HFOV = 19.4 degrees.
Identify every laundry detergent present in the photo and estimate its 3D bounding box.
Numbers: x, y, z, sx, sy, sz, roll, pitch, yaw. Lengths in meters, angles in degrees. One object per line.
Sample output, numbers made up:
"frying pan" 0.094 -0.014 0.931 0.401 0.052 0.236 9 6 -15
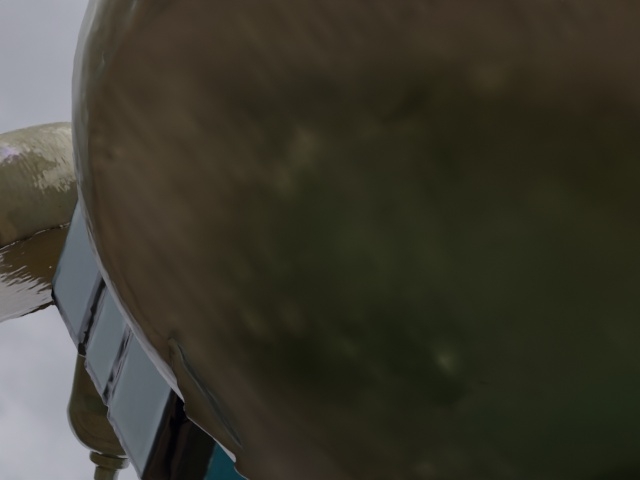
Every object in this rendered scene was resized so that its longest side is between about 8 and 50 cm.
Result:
"laundry detergent" -0.188 0.119 1.875 0.091 0.181 0.253 13 -84 9

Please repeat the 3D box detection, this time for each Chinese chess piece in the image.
"Chinese chess piece" -0.275 -0.007 1.660 0.257 0.257 0.104 -37 -108 46

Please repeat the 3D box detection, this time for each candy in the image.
"candy" 0.089 -0.013 0.821 0.386 0.186 0.427 -34 -64 31

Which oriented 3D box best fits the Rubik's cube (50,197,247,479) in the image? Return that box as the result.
"Rubik's cube" 0.000 0.000 1.331 0.293 0.288 0.283 48 -55 53
